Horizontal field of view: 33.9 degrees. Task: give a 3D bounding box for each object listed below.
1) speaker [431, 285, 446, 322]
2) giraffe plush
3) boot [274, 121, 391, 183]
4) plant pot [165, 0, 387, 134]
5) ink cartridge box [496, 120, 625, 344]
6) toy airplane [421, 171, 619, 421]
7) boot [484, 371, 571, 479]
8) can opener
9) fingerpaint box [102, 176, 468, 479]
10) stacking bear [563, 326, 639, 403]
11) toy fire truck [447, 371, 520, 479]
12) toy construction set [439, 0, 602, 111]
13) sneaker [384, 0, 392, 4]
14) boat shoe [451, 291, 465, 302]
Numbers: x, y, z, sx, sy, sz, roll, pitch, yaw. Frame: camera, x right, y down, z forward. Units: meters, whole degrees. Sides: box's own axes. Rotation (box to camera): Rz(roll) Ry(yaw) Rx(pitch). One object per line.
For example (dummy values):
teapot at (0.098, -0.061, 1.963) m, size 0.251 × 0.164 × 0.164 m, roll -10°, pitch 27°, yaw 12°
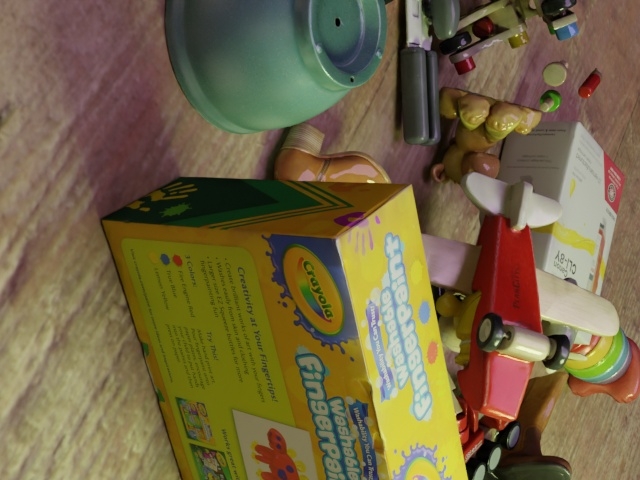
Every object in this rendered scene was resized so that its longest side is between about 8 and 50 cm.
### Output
speaker at (0.198, 0.089, 1.876) m, size 0.055 × 0.055 × 0.136 m, roll -15°, pitch 106°, yaw -51°
giraffe plush at (0.272, -0.174, 1.876) m, size 0.181 × 0.210 × 0.170 m, roll 11°, pitch 101°, yaw -13°
boot at (0.009, -0.070, 1.575) m, size 0.197 × 0.073 × 0.152 m, roll 27°, pitch 66°, yaw -23°
plant pot at (-0.035, -0.290, 1.416) m, size 0.293 × 0.196 × 0.293 m, roll -6°, pitch 98°, yaw -52°
ink cartridge box at (0.464, -0.010, 2.123) m, size 0.279 × 0.160 × 0.384 m, roll 34°, pitch 67°, yaw -49°
toy airplane at (0.280, 0.084, 1.772) m, size 0.384 × 0.272 × 0.386 m, roll -29°, pitch 75°, yaw -37°
boot at (0.434, 0.377, 2.059) m, size 0.096 × 0.264 × 0.280 m, roll 41°, pitch 57°, yaw -5°
can opener at (0.187, -0.305, 1.784) m, size 0.076 × 0.095 × 0.283 m, roll 0°, pitch 87°, yaw -52°
fingerpaint box at (-0.036, 0.151, 1.319) m, size 0.163 × 0.371 × 0.444 m, roll -36°, pitch 121°, yaw -45°
stacking bear at (0.574, 0.222, 2.307) m, size 0.289 × 0.175 × 0.164 m, roll 37°, pitch 67°, yaw -40°
toy fire truck at (0.257, 0.291, 1.922) m, size 0.217 × 0.158 × 0.246 m, roll -32°, pitch 129°, yaw -46°
toy construction set at (0.380, -0.381, 1.873) m, size 0.309 × 0.257 × 0.237 m, roll 46°, pitch 33°, yaw 2°
sneaker at (0.123, -0.435, 1.665) m, size 0.283 × 0.124 × 0.107 m, roll -43°, pitch 126°, yaw -41°
boat shoe at (0.254, 0.120, 1.958) m, size 0.135 × 0.045 × 0.050 m, roll 4°, pitch 91°, yaw -53°
